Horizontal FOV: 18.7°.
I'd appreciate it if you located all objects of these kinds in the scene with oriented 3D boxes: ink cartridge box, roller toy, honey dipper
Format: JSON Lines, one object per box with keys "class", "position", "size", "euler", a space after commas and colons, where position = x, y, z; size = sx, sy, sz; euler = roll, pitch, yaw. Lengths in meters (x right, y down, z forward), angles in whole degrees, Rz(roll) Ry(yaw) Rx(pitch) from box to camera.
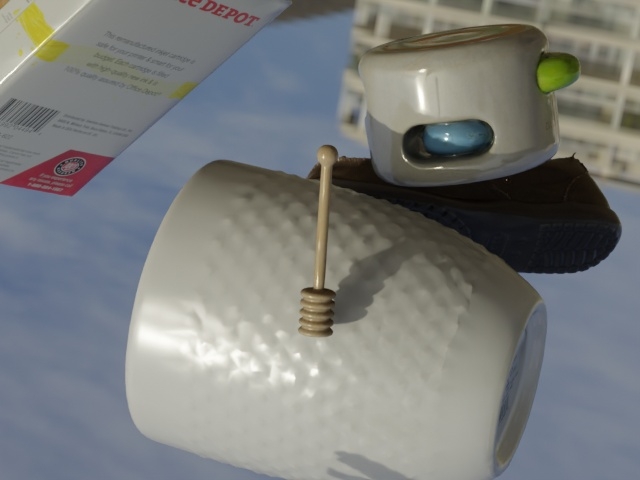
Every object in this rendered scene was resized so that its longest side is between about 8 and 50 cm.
{"class": "ink cartridge box", "position": [-0.265, -0.235, 2.178], "size": [0.279, 0.385, 0.160], "euler": [13, -136, -58]}
{"class": "roller toy", "position": [0.136, -0.128, 1.918], "size": [0.191, 0.146, 0.209], "euler": [-15, -167, -29]}
{"class": "honey dipper", "position": [0.000, 0.000, 1.617], "size": [0.030, 0.160, 0.030], "euler": [3, -168, -1]}

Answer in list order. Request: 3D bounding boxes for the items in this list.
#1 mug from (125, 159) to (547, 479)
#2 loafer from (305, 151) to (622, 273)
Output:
{"class": "mug", "position": [0.045, 0.082, 1.827], "size": [0.328, 0.276, 0.374], "euler": [14, -161, 17]}
{"class": "loafer", "position": [0.141, -0.042, 2.113], "size": [0.366, 0.134, 0.130], "euler": [6, -130, -18]}
